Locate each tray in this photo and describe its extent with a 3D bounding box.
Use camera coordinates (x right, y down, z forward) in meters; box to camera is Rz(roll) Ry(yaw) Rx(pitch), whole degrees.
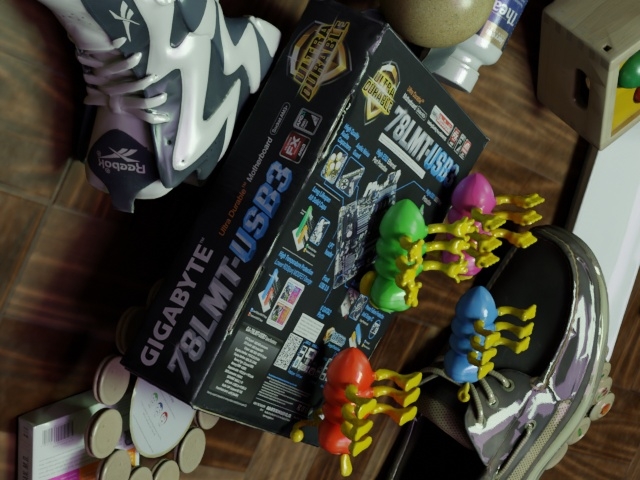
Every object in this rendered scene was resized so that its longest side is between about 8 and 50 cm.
[{"bbox_3d":[0.271,0.003,1.741,0.145,0.030,0.270,-4,114,-48],"label":"tray"}]

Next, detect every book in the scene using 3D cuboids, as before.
[{"bbox_3d":[-0.179,0.183,1.313,0.096,0.035,0.144,-18,123,-42],"label":"book"}]

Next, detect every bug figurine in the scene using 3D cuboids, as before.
[{"bbox_3d":[0.082,0.057,1.391,0.279,0.072,0.216,-21,128,-54],"label":"bug figurine"}]

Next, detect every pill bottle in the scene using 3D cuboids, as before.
[{"bbox_3d":[0.124,-0.182,1.422,0.067,0.067,0.120,25,91,-53],"label":"pill bottle"}]

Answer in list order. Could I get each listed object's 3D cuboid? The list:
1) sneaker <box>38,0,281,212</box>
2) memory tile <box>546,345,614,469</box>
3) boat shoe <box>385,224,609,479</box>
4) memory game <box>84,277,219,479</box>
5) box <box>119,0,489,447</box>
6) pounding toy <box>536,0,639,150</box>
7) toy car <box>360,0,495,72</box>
[{"bbox_3d":[-0.125,-0.097,1.153,0.235,0.094,0.153,19,88,-63],"label":"sneaker"},{"bbox_3d":[0.255,0.169,1.805,0.113,0.012,0.148,-40,149,-13],"label":"memory tile"},{"bbox_3d":[0.151,0.156,1.607,0.130,0.132,0.355,7,105,-52],"label":"boat shoe"},{"bbox_3d":[-0.118,0.113,1.323,0.186,0.012,0.186,-36,133,-52],"label":"memory game"},{"bbox_3d":[0.000,0.000,1.330,0.293,0.073,0.295,-64,158,-2],"label":"box"},{"bbox_3d":[0.297,-0.176,1.577,0.206,0.094,0.181,-37,152,-18],"label":"pounding toy"},{"bbox_3d":[0.088,-0.203,1.324,0.155,0.149,0.188,14,131,-23],"label":"toy car"}]
